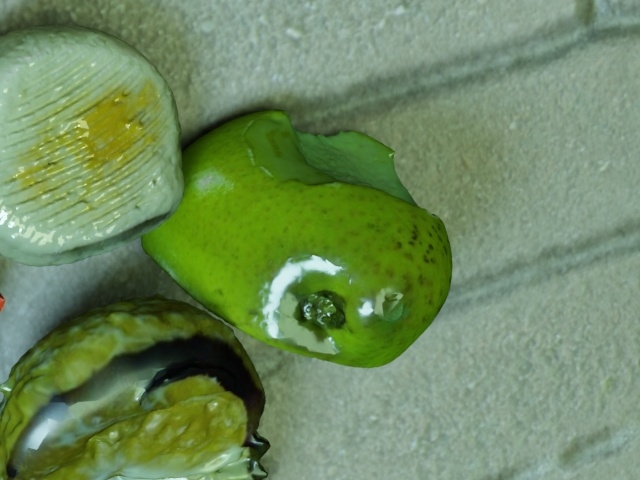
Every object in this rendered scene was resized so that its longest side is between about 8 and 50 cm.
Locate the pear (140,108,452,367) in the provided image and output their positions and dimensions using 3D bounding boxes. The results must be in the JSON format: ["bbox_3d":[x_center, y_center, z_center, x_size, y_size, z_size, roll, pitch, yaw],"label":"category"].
[{"bbox_3d":[0.000,0.000,1.688,0.286,0.282,0.176,10,111,-28],"label":"pear"}]

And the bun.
[{"bbox_3d":[-0.251,-0.081,1.619,0.244,0.153,0.244,1,87,-28],"label":"bun"}]

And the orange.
[{"bbox_3d":[-0.206,0.202,1.693,0.271,0.210,0.368,-19,132,-26],"label":"orange"}]

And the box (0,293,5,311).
[{"bbox_3d":[-0.363,0.101,1.658,0.048,0.100,0.152,24,97,-32],"label":"box"}]
